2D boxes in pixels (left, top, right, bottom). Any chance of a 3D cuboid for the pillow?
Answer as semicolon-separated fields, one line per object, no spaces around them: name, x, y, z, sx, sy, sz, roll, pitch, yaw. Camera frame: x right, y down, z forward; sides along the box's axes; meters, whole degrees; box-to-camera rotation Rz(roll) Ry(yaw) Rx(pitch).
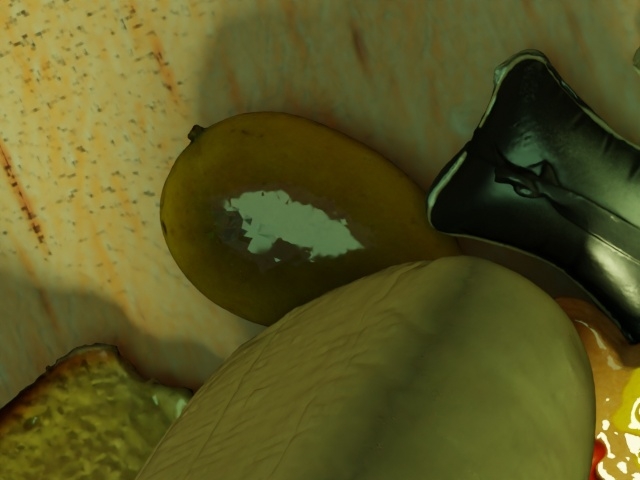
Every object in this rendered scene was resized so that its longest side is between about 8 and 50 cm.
pillow;0.124;-0.019;0.838;0.136;0.055;0.091;28;74;-8

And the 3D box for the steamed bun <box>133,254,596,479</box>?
steamed bun;0.016;0.124;0.784;0.155;0.200;0.250;46;141;-16

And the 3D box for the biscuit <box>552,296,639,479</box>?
biscuit;0.148;0.101;0.844;0.250;0.036;0.165;-11;111;25

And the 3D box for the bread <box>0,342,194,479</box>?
bread;-0.132;0.150;0.890;0.140;0.160;0.169;33;107;8

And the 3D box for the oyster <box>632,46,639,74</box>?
oyster;0.295;-0.036;0.756;0.351;0.162;0.158;19;148;20

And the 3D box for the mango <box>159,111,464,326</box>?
mango;0.000;0.000;0.871;0.161;0.076;0.103;27;101;6
